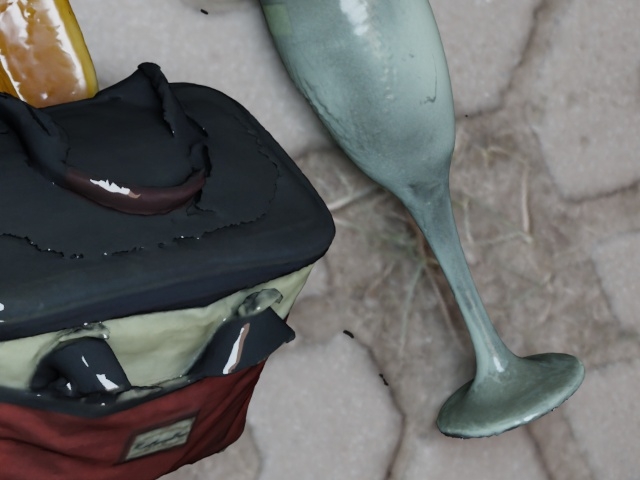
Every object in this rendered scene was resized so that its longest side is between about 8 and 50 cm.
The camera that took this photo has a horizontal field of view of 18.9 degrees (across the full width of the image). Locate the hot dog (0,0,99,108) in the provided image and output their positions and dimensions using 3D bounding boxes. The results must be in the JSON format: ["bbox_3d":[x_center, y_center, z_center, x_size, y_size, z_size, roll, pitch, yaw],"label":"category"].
[{"bbox_3d":[-0.195,-0.147,1.008,0.109,0.072,0.269,-25,102,-24],"label":"hot dog"}]

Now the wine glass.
[{"bbox_3d":[0.000,0.000,1.089,0.264,0.096,0.309,-35,108,-35],"label":"wine glass"}]

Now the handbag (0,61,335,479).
[{"bbox_3d":[-0.121,0.029,0.950,0.254,0.181,0.181,-14,141,-40],"label":"handbag"}]
